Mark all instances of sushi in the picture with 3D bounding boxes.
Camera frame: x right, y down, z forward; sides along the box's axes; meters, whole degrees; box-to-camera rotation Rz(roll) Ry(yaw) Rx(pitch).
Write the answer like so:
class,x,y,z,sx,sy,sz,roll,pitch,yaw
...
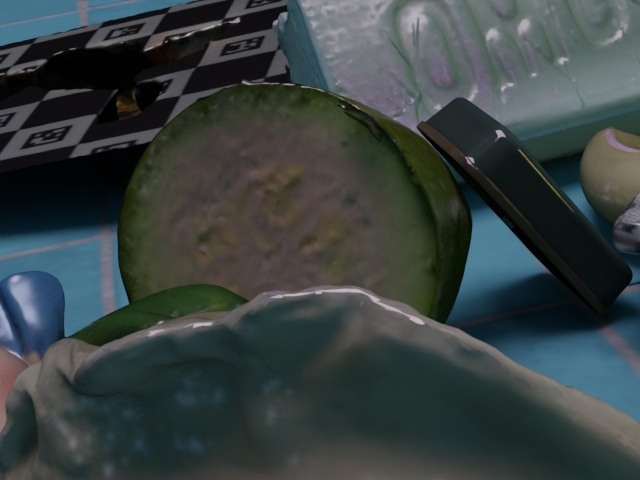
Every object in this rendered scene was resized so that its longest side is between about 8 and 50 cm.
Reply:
class,x,y,z,sx,sy,sz,roll,pitch,yaw
sushi,-0.163,-0.099,1.199,0.343,0.064,0.359,-11,23,11

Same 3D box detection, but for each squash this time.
class,x,y,z,sx,sy,sz,roll,pitch,yaw
squash,0.000,0.000,0.767,0.170,0.170,0.123,3,12,28

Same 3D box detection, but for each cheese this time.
class,x,y,z,sx,sy,sz,roll,pitch,yaw
cheese,0.191,-0.023,0.839,0.127,0.049,0.235,6,12,18

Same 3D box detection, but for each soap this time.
class,x,y,z,sx,sy,sz,roll,pitch,yaw
soap,0.115,-0.123,1.010,0.261,0.150,0.094,-15,-12,-12

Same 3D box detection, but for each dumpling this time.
class,x,y,z,sx,sy,sz,roll,pitch,yaw
dumpling,0.005,0.095,0.465,0.258,0.193,0.147,2,28,20

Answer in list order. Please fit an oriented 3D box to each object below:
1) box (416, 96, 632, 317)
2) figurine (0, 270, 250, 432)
class,x,y,z,sx,sy,sz,roll,pitch,yaw
box,0.108,-0.019,0.808,0.031,0.126,0.091,-44,22,3
figurine,-0.111,0.097,0.626,0.234,0.127,0.185,-12,27,-35
